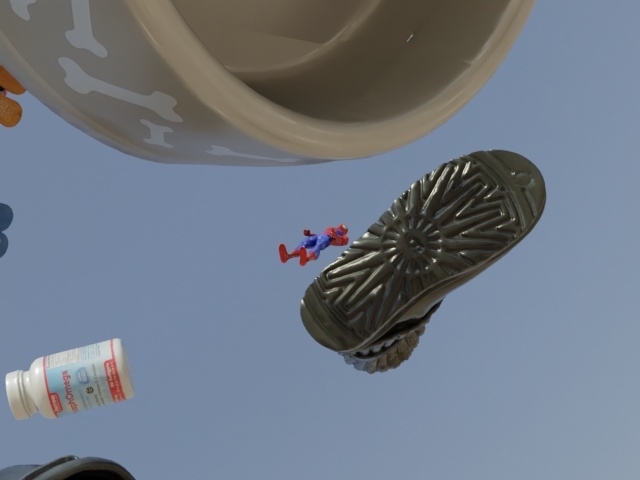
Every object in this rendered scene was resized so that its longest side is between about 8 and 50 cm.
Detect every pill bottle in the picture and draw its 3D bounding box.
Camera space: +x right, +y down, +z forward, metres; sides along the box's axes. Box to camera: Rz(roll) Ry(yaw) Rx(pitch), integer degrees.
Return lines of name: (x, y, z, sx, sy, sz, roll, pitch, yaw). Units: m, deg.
pill bottle: (-0.342, 0.194, 1.253, 0.160, 0.087, 0.087, -14, -51, -9)

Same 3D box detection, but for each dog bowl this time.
dog bowl: (-0.005, -0.195, 0.418, 0.348, 0.102, 0.349, -17, -66, -41)

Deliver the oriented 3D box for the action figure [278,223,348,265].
action figure: (0.000, 0.000, 0.939, 0.115, 0.038, 0.030, -21, -69, -60)

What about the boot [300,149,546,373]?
boot: (0.139, 0.036, 1.182, 0.348, 0.131, 0.260, -34, -21, 6)

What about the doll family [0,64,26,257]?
doll family: (-0.338, -0.108, 0.821, 0.118, 0.163, 0.263, 37, -114, -49)

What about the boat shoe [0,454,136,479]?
boat shoe: (-0.237, 0.302, 0.587, 0.156, 0.500, 0.187, -26, -75, 15)
